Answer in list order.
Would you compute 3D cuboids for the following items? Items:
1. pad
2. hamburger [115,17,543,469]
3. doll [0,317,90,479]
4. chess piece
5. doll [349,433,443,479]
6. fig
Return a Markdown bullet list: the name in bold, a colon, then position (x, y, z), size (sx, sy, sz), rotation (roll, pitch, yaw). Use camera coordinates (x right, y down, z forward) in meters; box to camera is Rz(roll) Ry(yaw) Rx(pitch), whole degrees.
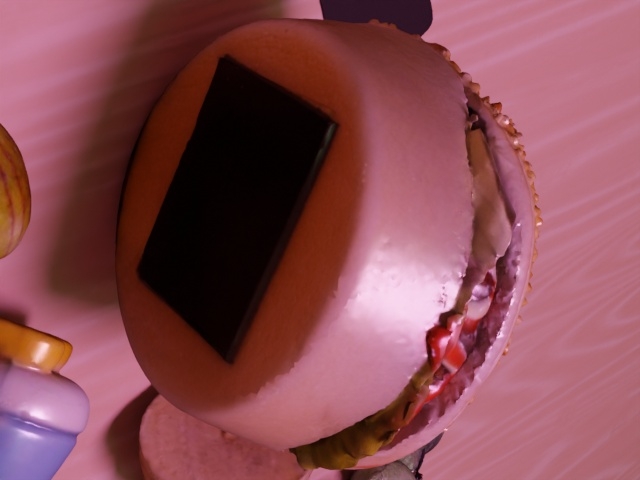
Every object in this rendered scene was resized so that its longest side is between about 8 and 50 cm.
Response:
- **pad**: position (0.042, -0.185, 1.173), size (0.112, 0.003, 0.157), rotation (-46, 147, -23)
- **hamburger**: position (0.000, 0.000, 1.000), size (0.170, 0.302, 0.302), rotation (14, 105, -41)
- **doll**: position (-0.240, 0.198, 0.966), size (0.177, 0.141, 0.314), rotation (116, -5, -83)
- **chess piece**: position (-0.078, 0.230, 1.266), size (0.137, 0.137, 0.301), rotation (-40, 155, -29)
- **doll**: position (0.084, 0.216, 1.520), size (0.150, 0.077, 0.115), rotation (-53, 161, -32)
- **fig**: position (-0.202, -0.053, 0.848), size (0.093, 0.093, 0.166), rotation (-32, 141, -38)
